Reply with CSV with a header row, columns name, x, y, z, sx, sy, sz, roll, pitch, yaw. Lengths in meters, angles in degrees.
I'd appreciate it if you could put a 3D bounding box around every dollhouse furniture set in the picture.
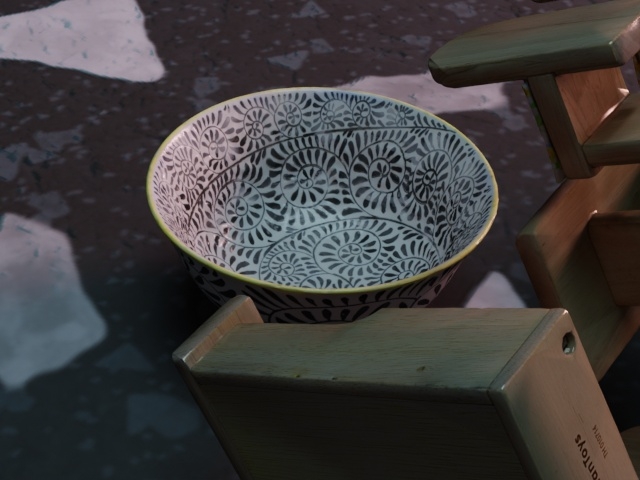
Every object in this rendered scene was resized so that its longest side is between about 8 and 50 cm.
name,x,y,z,sx,sy,sz,roll,pitch,yaw
dollhouse furniture set,0.087,0.020,0.526,0.161,0.212,0.242,-3,32,45

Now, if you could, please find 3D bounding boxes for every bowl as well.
name,x,y,z,sx,sy,sz,roll,pitch,yaw
bowl,0.000,0.000,0.636,0.170,0.080,0.170,2,39,-1
